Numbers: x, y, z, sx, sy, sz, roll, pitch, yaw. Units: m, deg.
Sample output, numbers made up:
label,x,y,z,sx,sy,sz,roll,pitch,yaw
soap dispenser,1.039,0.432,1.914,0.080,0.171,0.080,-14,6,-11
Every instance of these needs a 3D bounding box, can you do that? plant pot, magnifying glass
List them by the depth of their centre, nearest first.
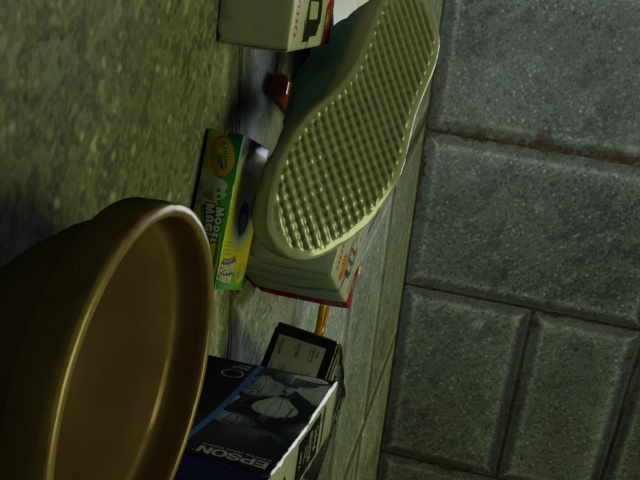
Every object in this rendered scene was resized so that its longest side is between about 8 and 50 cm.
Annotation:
label,x,y,z,sx,sy,sz,roll,pitch,yaw
plant pot,-0.156,0.083,0.566,0.237,0.109,0.237,12,90,-79
magnifying glass,-0.030,-0.166,1.182,0.231,0.026,0.092,42,60,-79

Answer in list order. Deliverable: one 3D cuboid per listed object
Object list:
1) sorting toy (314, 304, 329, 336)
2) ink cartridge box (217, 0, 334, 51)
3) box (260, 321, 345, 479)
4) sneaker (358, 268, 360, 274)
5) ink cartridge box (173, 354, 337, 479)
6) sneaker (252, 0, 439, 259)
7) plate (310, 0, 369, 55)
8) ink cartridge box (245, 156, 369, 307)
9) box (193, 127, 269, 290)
label,x,y,z,sx,sy,sz,roll,pitch,yaw
sorting toy,-0.041,0.261,1.491,0.196,0.047,0.348,31,71,-83
ink cartridge box,-0.036,-0.260,0.924,0.175,0.072,0.127,-48,149,-70
box,-0.068,0.335,1.181,0.318,0.097,0.395,76,32,-69
sneaker,0.000,0.000,1.388,0.240,0.091,0.126,18,65,-78
ink cartridge box,-0.098,0.182,0.813,0.332,0.165,0.065,-38,138,-75
sneaker,0.013,-0.119,1.020,0.150,0.135,0.366,-19,-145,53
plate,0.032,-0.289,1.243,0.278,0.045,0.277,-59,151,-61
ink cartridge box,-0.020,-0.006,1.114,0.176,0.127,0.128,61,42,-72
box,-0.099,-0.016,0.932,0.105,0.043,0.179,12,91,-79
